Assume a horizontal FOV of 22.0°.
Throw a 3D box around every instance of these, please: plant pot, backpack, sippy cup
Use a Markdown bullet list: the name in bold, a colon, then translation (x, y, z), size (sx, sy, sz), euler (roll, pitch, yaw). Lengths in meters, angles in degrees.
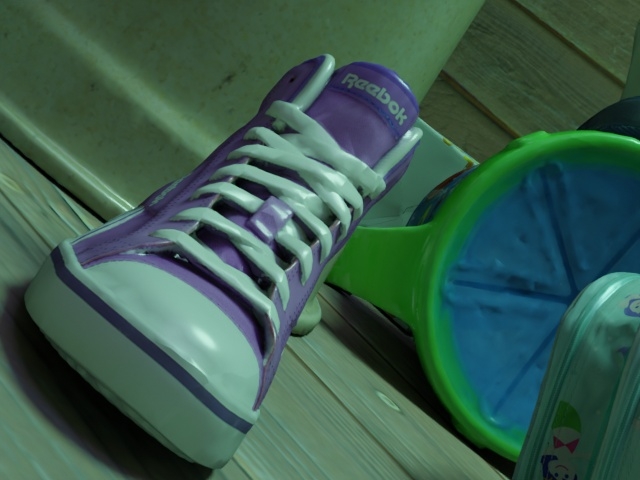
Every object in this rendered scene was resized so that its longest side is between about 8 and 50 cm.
- **plant pot**: translation (-0.035, -0.164, 1.010), size (0.334, 0.305, 0.334), euler (40, 6, -5)
- **backpack**: translation (0.212, 0.120, 0.889), size (0.191, 0.225, 0.253), euler (19, 3, 21)
- **sippy cup**: translation (0.157, 0.032, 1.201), size (0.305, 0.240, 0.224), euler (46, -3, -11)

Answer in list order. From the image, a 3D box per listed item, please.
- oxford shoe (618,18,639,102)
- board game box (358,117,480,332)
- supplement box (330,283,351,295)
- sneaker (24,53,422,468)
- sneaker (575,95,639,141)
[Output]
- **oxford shoe**: translation (0.287, -0.015, 1.502), size (0.130, 0.449, 0.169), euler (9, 1, -21)
- **board game box**: translation (0.108, -0.005, 1.480), size (0.142, 0.144, 0.275), euler (41, 6, 18)
- **supplement box**: translation (0.000, 0.000, 1.266), size (0.083, 0.043, 0.055), euler (31, 11, -50)
- **sneaker**: translation (-0.028, -0.013, 0.679), size (0.102, 0.161, 0.282), euler (41, 7, -6)
- **sneaker**: translation (0.262, -0.078, 1.297), size (0.112, 0.131, 0.319), euler (32, -9, 6)
